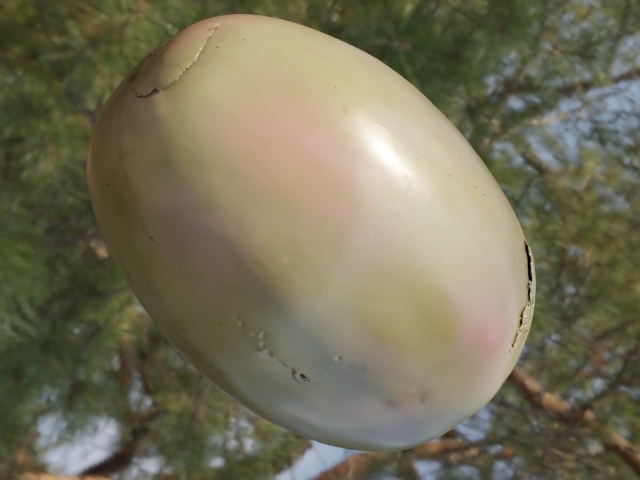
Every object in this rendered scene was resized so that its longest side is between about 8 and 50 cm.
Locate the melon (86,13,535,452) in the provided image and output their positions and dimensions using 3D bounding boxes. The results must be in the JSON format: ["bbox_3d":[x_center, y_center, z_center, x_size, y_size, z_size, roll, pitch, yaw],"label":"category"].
[{"bbox_3d":[0.000,0.000,0.782,0.223,0.317,0.223,-37,-157,19],"label":"melon"}]
